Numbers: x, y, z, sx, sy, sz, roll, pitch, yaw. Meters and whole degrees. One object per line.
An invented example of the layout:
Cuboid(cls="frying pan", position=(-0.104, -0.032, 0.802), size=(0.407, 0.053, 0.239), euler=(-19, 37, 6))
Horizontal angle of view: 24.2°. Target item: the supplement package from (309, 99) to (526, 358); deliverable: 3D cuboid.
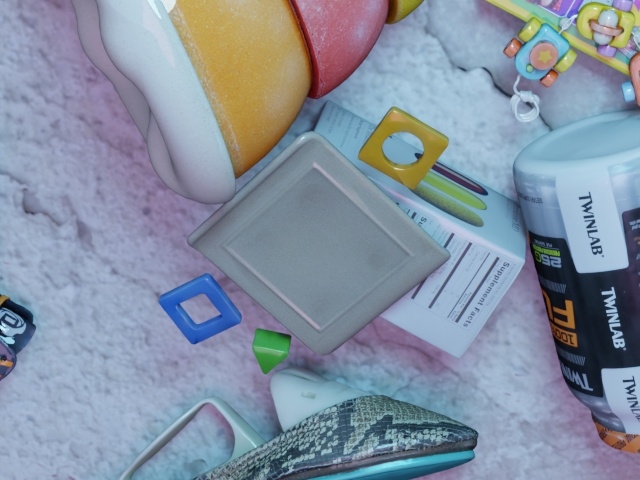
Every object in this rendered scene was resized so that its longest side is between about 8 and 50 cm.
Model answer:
Cuboid(cls="supplement package", position=(0.075, -0.013, 1.526), size=(0.244, 0.139, 0.134), euler=(28, 116, -5))

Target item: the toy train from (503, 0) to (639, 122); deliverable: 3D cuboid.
Cuboid(cls="toy train", position=(0.259, -0.164, 1.421), size=(0.166, 0.046, 0.125), euler=(-9, 109, 10))

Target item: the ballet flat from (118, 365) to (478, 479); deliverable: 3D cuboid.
Cuboid(cls="ballet flat", position=(-0.074, 0.245, 1.635), size=(0.483, 0.164, 0.182), euler=(-26, 71, 14))

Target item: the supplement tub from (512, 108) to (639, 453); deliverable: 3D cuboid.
Cuboid(cls="supplement tub", position=(0.318, 0.041, 1.494), size=(0.194, 0.193, 0.316), euler=(-14, 106, 10))

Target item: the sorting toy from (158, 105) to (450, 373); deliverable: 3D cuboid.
Cuboid(cls="sorting toy", position=(0.000, 0.000, 1.441), size=(0.196, 0.047, 0.348), euler=(40, 119, -18))

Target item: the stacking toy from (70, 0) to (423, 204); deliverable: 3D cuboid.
Cuboid(cls="stacking toy", position=(0.006, -0.278, 1.378), size=(0.480, 0.350, 0.350), euler=(-27, 105, -8))

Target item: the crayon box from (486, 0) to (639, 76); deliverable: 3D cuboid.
Cuboid(cls="crayon box", position=(0.314, -0.251, 1.452), size=(0.278, 0.081, 0.165), euler=(28, 109, -4))

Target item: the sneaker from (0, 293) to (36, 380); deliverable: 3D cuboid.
Cuboid(cls="sneaker", position=(-0.382, 0.036, 1.617), size=(0.180, 0.124, 0.321), euler=(24, 120, -7))
